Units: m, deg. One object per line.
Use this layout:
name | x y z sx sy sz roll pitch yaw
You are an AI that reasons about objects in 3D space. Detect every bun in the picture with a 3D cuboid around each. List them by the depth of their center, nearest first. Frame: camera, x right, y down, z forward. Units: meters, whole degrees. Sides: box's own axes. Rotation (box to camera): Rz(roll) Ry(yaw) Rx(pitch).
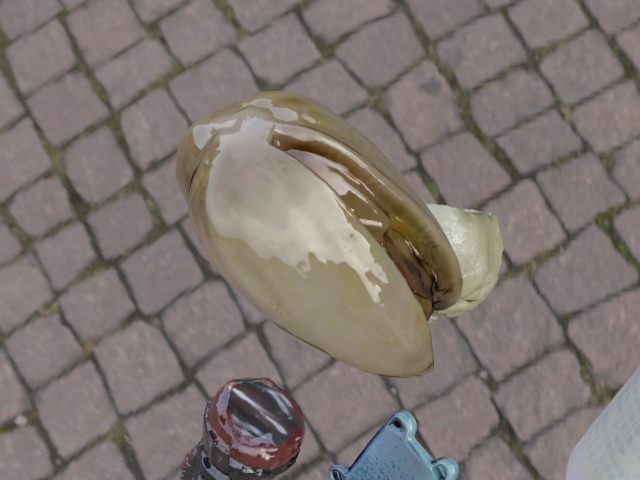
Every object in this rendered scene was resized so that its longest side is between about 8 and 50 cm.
bun | 0.118 0.032 1.834 0.259 0.259 0.152 2 82 15

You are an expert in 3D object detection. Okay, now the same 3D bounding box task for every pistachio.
pistachio | 0.000 0.000 0.837 0.131 0.206 0.129 -14 37 53

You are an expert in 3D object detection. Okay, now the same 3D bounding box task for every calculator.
calculator | 0.048 0.197 1.049 0.094 0.019 0.141 47 121 22

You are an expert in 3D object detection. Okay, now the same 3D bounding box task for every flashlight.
flashlight | -0.093 0.221 1.194 0.093 0.232 0.093 20 37 -15

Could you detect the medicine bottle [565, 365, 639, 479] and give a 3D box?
medicine bottle | 0.375 0.225 1.368 0.213 0.378 0.213 19 37 -14
